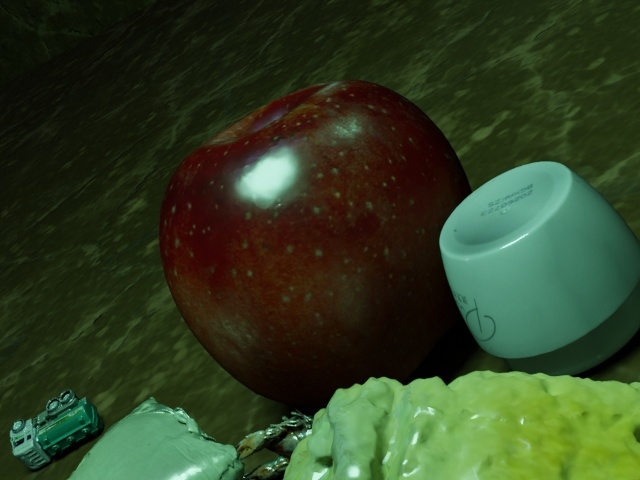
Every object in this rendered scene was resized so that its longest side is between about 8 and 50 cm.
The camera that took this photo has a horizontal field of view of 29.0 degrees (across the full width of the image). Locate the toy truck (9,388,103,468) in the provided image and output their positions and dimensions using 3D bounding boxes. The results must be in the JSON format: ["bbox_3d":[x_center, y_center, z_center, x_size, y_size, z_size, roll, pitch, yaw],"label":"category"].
[{"bbox_3d":[-0.231,0.167,1.084,0.083,0.039,0.044,-30,36,9],"label":"toy truck"}]

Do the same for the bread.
[{"bbox_3d":[0.051,0.171,0.516,0.262,0.162,0.204,-40,29,30],"label":"bread"}]

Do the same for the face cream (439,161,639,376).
[{"bbox_3d":[0.137,0.019,0.760,0.117,0.104,0.117,-31,23,15],"label":"face cream"}]

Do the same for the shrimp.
[{"bbox_3d":[-0.022,0.136,0.841,0.092,0.038,0.029,-31,21,11],"label":"shrimp"}]

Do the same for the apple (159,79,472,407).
[{"bbox_3d":[0.000,0.000,0.852,0.218,0.201,0.218,-33,14,9],"label":"apple"}]

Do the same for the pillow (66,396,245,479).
[{"bbox_3d":[-0.140,0.197,0.839,0.181,0.078,0.134,-46,23,-19],"label":"pillow"}]
